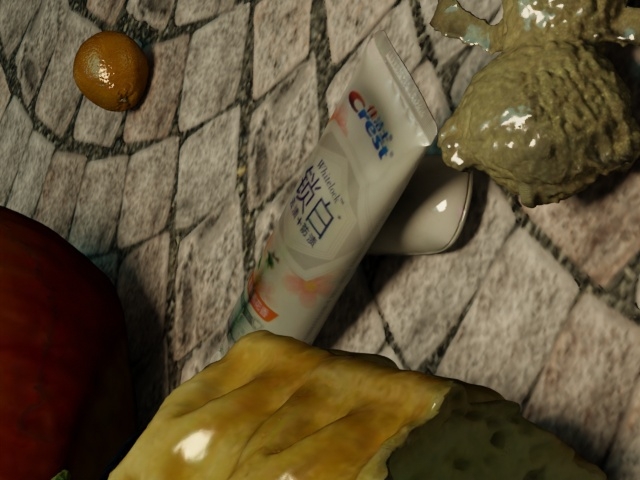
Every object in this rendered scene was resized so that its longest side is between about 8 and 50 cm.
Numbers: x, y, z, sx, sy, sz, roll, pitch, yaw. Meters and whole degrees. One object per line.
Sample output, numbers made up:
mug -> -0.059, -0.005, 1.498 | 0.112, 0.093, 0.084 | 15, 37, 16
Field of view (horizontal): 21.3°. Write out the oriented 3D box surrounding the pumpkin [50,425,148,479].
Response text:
pumpkin -> -0.119, 0.227, 1.255 | 0.194, 0.150, 0.194 | 175, 90, -77

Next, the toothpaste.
toothpaste -> 0.000, 0.000, 1.203 | 0.323, 0.066, 0.100 | -61, 41, 41

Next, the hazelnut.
hazelnut -> -0.339, 0.160, 1.472 | 0.402, 0.402, 0.429 | -31, 45, 50

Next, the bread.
bread -> 0.018, 0.160, 0.994 | 0.252, 0.239, 0.196 | 6, 80, 50

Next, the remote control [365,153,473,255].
remote control -> 0.036, -0.027, 1.232 | 0.229, 0.044, 0.073 | 0, 80, 59

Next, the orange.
orange -> -0.207, -0.167, 1.685 | 0.085, 0.085, 0.085 | -34, 48, 48

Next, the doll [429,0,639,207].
doll -> 0.150, -0.164, 1.071 | 0.203, 0.091, 0.285 | -20, 64, 15
